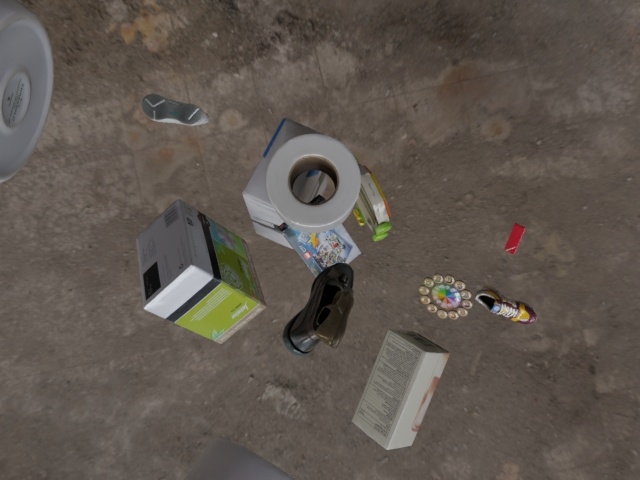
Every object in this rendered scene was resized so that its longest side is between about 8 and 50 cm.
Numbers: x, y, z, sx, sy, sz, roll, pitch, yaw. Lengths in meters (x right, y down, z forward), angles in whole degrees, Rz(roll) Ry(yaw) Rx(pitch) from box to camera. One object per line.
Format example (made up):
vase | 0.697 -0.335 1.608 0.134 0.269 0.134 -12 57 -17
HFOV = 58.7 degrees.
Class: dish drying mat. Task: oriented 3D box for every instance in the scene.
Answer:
dish drying mat | 0.534 -0.004 1.566 0.032 0.008 0.083 31 117 34

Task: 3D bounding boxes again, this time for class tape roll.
tape roll | -0.019 -0.147 1.525 0.246 0.169 0.245 0 86 0

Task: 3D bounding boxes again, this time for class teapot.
teapot | -0.458 -0.189 0.683 0.187 0.252 0.255 14 49 -6

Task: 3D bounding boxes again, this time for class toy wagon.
toy wagon | 0.159 -0.131 1.965 0.068 0.344 0.267 -24 79 -3

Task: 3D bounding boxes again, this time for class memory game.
memory game | 0.416 0.188 1.898 0.186 0.012 0.186 16 127 22

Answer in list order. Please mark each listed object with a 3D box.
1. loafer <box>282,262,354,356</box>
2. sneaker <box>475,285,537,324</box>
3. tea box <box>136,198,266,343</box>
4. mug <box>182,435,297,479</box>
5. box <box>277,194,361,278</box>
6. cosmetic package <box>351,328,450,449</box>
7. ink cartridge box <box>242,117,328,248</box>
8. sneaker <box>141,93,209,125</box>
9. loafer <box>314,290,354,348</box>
loafer | 0.020 0.130 1.168 0.096 0.267 0.084 46 132 -8
sneaker | 0.553 0.205 1.711 0.186 0.084 0.069 27 116 28
tea box | -0.386 0.101 1.827 0.220 0.324 0.329 -39 44 15
mug | -0.136 0.482 0.759 0.276 0.374 0.328 38 64 -3
box | 0.000 0.000 1.700 0.159 0.044 0.233 -38 122 -5
cosmetic package | 0.225 0.414 1.604 0.153 0.129 0.296 29 100 44
ink cartridge box | -0.101 -0.170 1.873 0.166 0.395 0.285 24 75 6
sneaker | -0.302 -0.265 1.186 0.152 0.061 0.053 18 97 15
loafer | 0.024 0.133 1.024 0.050 0.148 0.056 27 116 -5
